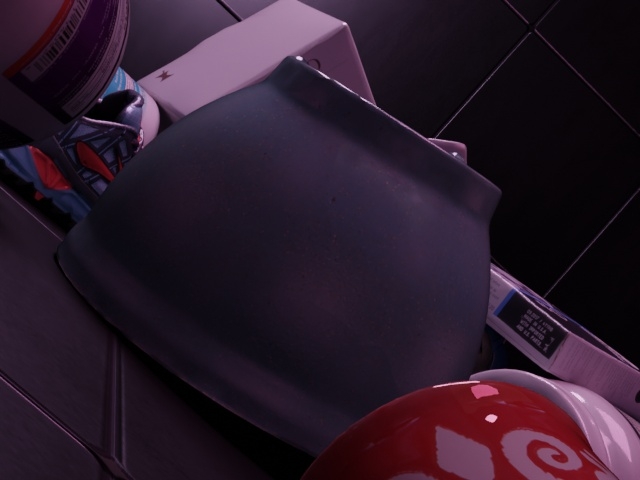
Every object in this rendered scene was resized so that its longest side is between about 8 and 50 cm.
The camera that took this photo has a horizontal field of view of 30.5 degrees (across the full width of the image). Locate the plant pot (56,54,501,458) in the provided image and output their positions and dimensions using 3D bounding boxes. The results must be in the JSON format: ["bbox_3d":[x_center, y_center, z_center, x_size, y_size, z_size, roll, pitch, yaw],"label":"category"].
[{"bbox_3d":[0.000,0.000,0.798,0.293,0.196,0.293,33,4,-3],"label":"plant pot"}]

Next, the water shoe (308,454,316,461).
[{"bbox_3d":[0.033,0.172,0.891,0.080,0.073,0.203,14,14,-39],"label":"water shoe"}]

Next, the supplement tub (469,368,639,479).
[{"bbox_3d":[0.206,0.226,0.971,0.272,0.191,0.191,31,5,-45],"label":"supplement tub"}]

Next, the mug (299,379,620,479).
[{"bbox_3d":[0.048,0.127,0.286,0.169,0.150,0.113,-135,-145,-60],"label":"mug"}]

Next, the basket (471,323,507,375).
[{"bbox_3d":[0.087,0.137,1.163,0.289,0.201,0.255,33,4,-42],"label":"basket"}]

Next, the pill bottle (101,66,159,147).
[{"bbox_3d":[-0.307,-0.175,1.266,0.264,0.146,0.146,45,-4,-37],"label":"pill bottle"}]

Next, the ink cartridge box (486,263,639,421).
[{"bbox_3d":[0.205,0.082,1.075,0.208,0.045,0.206,31,7,-42],"label":"ink cartridge box"}]

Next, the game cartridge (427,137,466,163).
[{"bbox_3d":[-0.024,-0.039,1.106,0.230,0.068,0.355,4,-10,-10],"label":"game cartridge"}]

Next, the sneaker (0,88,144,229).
[{"bbox_3d":[-0.180,-0.064,0.999,0.104,0.125,0.262,40,-3,45],"label":"sneaker"}]

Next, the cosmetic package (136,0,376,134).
[{"bbox_3d":[-0.024,-0.046,1.485,0.161,0.230,0.453,38,-24,53],"label":"cosmetic package"}]

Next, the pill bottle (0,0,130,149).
[{"bbox_3d":[-0.208,-0.149,0.673,0.181,0.181,0.323,42,-3,-2],"label":"pill bottle"}]
